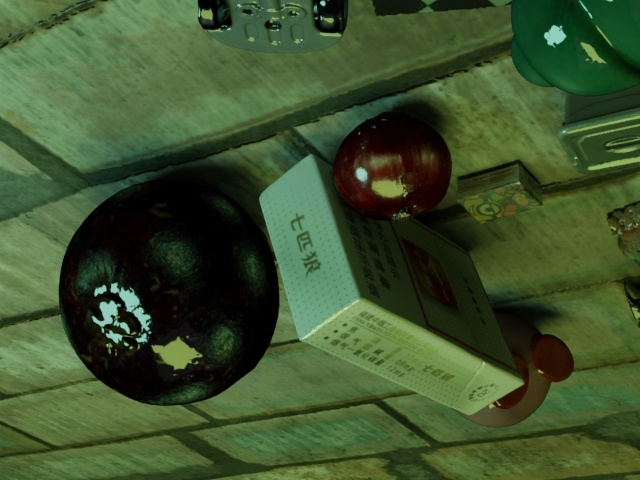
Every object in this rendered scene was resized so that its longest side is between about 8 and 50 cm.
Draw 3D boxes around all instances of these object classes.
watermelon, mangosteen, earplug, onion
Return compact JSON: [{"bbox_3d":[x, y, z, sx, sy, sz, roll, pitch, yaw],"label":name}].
[{"bbox_3d":[0.407,-0.008,1.292,0.155,0.101,0.080,-29,125,32],"label":"watermelon"},{"bbox_3d":[-0.175,0.059,1.338,0.288,0.288,0.288,4,150,3],"label":"mangosteen"},{"bbox_3d":[0.292,-0.185,0.871,0.280,0.164,0.257,-28,114,29],"label":"earplug"},{"bbox_3d":[0.077,-0.076,1.177,0.131,0.131,0.131,4,150,3],"label":"onion"}]

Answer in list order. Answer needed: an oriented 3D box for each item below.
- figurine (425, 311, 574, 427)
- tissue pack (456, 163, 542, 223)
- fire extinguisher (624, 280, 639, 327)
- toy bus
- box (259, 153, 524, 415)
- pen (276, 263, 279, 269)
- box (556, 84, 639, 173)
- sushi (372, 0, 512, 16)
[{"bbox_3d":[0.243,0.184,1.561,0.173,0.173,0.173,4,150,3],"label":"figurine"},{"bbox_3d":[0.209,-0.055,1.279,0.083,0.035,0.063,-17,143,31],"label":"tissue pack"},{"bbox_3d":[0.513,0.089,1.452,0.231,0.071,0.099,5,123,4],"label":"fire extinguisher"},{"bbox_3d":[-0.038,-0.255,0.870,0.126,0.136,0.209,3,151,6],"label":"toy bus"},{"bbox_3d":[0.087,0.059,1.284,0.095,0.210,0.330,-36,139,22],"label":"box"},{"bbox_3d":[0.000,0.000,1.415,0.053,0.032,0.197,23,145,-28],"label":"pen"},{"bbox_3d":[0.308,-0.121,1.117,0.122,0.062,0.089,-11,146,25],"label":"box"},{"bbox_3d":[0.133,-0.257,0.926,0.220,0.047,0.231,-2,150,13],"label":"sushi"}]
